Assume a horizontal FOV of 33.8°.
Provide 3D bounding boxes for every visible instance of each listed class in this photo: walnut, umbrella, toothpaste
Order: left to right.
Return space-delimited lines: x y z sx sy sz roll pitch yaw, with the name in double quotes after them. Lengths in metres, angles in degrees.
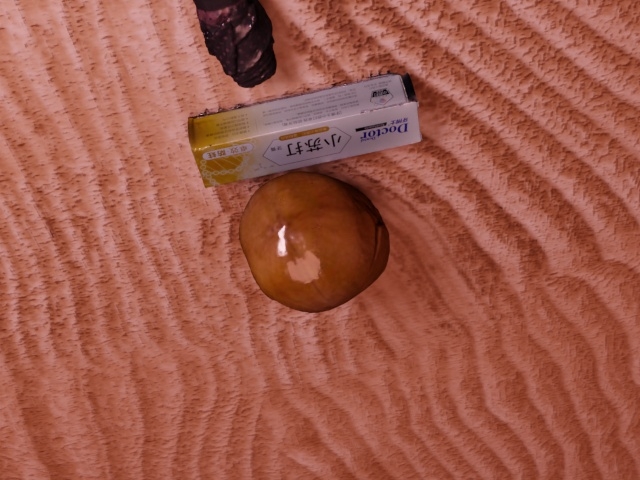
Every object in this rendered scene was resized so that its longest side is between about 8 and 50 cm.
-0.128 -0.316 1.248 0.090 0.094 0.326 21 150 33 "umbrella"
-0.020 -0.153 1.445 0.312 0.071 0.089 -12 139 1 "toothpaste"
0.000 0.000 1.507 0.203 0.203 0.298 -31 171 20 "walnut"
